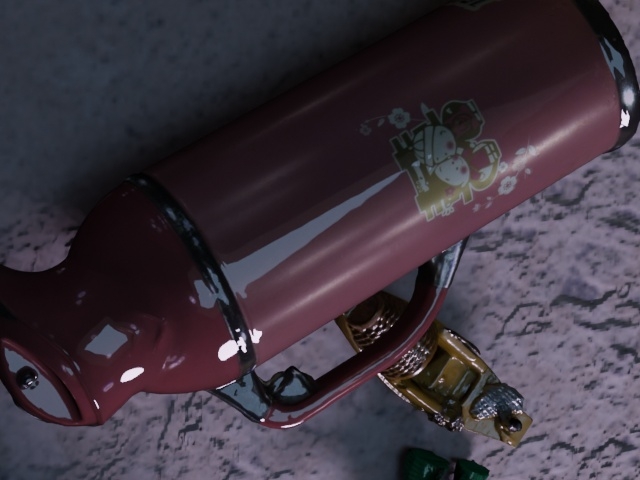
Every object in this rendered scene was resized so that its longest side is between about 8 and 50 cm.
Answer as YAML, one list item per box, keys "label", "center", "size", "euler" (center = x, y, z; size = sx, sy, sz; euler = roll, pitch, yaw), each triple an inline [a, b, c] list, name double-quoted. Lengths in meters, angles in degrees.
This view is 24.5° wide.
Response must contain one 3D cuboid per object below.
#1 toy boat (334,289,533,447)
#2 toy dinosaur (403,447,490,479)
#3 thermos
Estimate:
- label: "toy boat"
  center: [0.061, 0.070, 0.809]
  size: [0.149, 0.049, 0.047]
  euler: [39, 85, -31]
- label: "toy dinosaur"
  center: [0.062, 0.175, 0.840]
  size: [0.132, 0.059, 0.096]
  euler: [12, 105, -38]
- label: "thermos"
  center: [-0.005, -0.006, 0.720]
  size: [0.330, 0.109, 0.136]
  euler: [-30, 137, -17]
